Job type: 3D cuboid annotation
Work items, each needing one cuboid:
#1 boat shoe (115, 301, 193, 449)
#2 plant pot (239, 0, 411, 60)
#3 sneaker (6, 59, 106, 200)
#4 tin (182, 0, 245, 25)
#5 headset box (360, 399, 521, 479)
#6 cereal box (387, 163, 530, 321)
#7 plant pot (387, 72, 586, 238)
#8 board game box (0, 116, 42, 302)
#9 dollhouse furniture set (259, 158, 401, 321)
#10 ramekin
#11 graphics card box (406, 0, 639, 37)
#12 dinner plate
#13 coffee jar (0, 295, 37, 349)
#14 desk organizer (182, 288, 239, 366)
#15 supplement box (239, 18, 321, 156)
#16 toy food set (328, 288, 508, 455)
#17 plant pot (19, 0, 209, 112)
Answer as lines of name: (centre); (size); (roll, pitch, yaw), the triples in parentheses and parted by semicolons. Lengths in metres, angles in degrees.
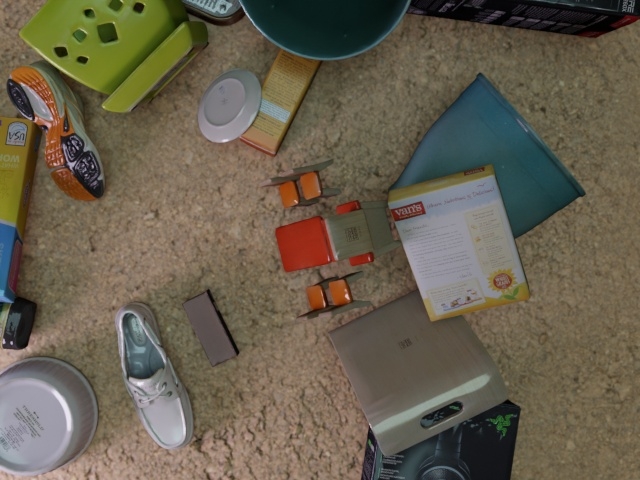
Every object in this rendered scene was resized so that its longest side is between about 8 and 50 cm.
boat shoe: (-0.302, 0.246, 1.546); (0.098, 0.096, 0.277); (-21, 92, -3)
plant pot: (0.021, -0.476, 1.453); (0.292, 0.235, 0.293); (5, 120, 8)
sneaker: (-0.438, -0.199, 1.540); (0.099, 0.121, 0.263); (-13, 115, 16)
tin: (-0.216, -0.460, 1.577); (0.189, 0.040, 0.106); (23, 85, -3)
headset box: (0.207, 0.387, 1.559); (0.246, 0.131, 0.283); (9, 89, -4)
cereal box: (0.225, 0.008, 1.410); (0.172, 0.047, 0.240); (-14, 118, 16)
plant pot: (0.266, -0.100, 1.507); (0.255, 0.271, 0.272); (-41, 93, 13)
board game box: (-0.627, -0.062, 1.504); (0.242, 0.064, 0.317); (4, 75, -3)
dollhouse furniture set: (0.000, 0.000, 1.474); (0.135, 0.259, 0.262); (-14, 89, -35)
ramekin: (-0.500, 0.312, 1.530); (0.207, 0.109, 0.207); (0, 91, -4)
graphics card box: (0.340, -0.429, 1.509); (0.370, 0.233, 0.094); (6, 95, -2)
dinner plate: (-0.165, -0.241, 1.549); (0.141, 0.017, 0.141); (-12, 66, 29)
coffee jar: (-0.597, 0.132, 1.538); (0.184, 0.079, 0.096); (12, 89, -4)
desk organizer: (-0.197, 0.158, 1.577); (0.050, 0.047, 0.130); (-25, 92, 0)
supplement box: (-0.063, -0.270, 1.566); (0.080, 0.078, 0.234); (25, 90, -3)
toy food set: (0.155, 0.207, 1.482); (0.219, 0.306, 0.092); (-25, 122, -2)
plant pot: (-0.324, -0.348, 1.469); (0.228, 0.227, 0.207); (-43, 99, 11)
